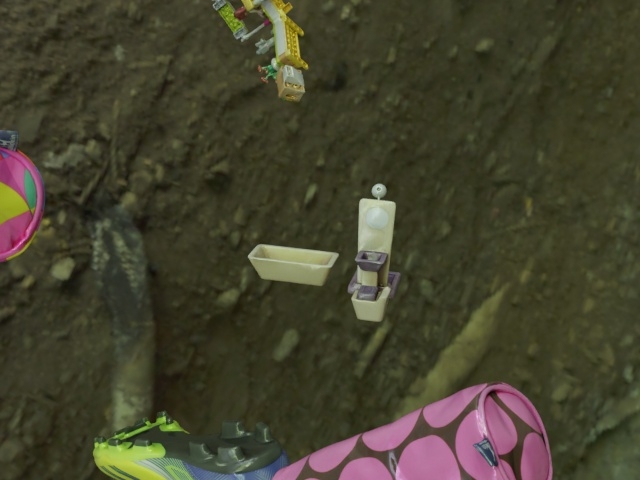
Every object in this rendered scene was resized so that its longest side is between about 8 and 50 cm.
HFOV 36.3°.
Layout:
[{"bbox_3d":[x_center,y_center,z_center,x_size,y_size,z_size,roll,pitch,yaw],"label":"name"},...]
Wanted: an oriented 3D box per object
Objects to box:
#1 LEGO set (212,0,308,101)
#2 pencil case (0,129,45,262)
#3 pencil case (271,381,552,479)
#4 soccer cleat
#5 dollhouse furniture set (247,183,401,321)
[{"bbox_3d":[-0.106,-0.334,1.574,0.132,0.107,0.287,-14,76,-63],"label":"LEGO set"},{"bbox_3d":[-0.302,-0.043,0.809,0.104,0.236,0.105,-3,96,-30],"label":"pencil case"},{"bbox_3d":[0.059,0.179,0.701,0.095,0.209,0.098,13,55,-48],"label":"pencil case"},{"bbox_3d":[-0.135,0.241,0.975,0.093,0.289,0.121,-23,101,-43],"label":"soccer cleat"},{"bbox_3d":[0.000,0.000,0.708,0.091,0.114,0.081,-55,149,-68],"label":"dollhouse furniture set"}]
